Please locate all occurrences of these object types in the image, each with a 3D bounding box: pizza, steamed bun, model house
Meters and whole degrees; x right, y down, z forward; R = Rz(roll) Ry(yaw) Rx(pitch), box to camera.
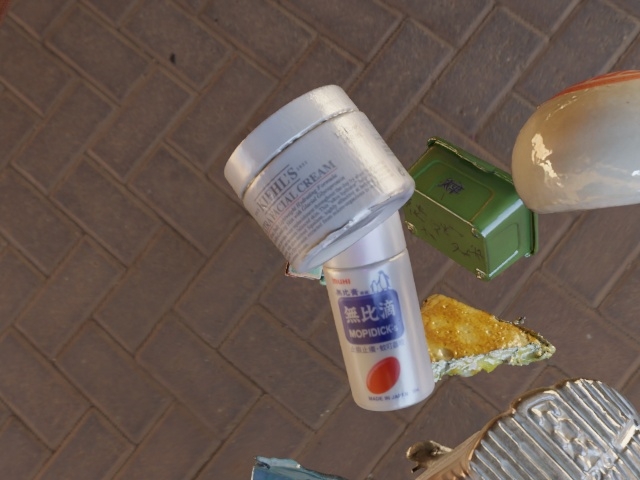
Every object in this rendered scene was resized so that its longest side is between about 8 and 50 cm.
[{"bbox_3d":[0.320,0.217,1.406,0.287,0.280,0.075,9,120,17],"label":"pizza"},{"bbox_3d":[0.396,-0.134,0.932,0.283,0.283,0.177,-8,90,9],"label":"steamed bun"},{"bbox_3d":[-0.053,0.664,1.581,0.215,0.237,0.303,4,73,27],"label":"model house"}]

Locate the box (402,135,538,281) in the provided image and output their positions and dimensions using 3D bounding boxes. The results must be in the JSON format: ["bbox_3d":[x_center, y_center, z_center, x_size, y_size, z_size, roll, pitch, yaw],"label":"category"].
[{"bbox_3d":[0.339,-0.068,1.662,0.177,0.253,0.328,-40,49,-13],"label":"box"}]

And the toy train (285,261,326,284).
[{"bbox_3d":[0.000,0.000,1.422,0.118,0.074,0.176,12,86,-12],"label":"toy train"}]

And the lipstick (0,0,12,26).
[{"bbox_3d":[-0.218,-0.034,0.338,0.057,0.057,0.357,34,104,15],"label":"lipstick"}]

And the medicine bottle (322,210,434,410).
[{"bbox_3d":[0.076,0.071,1.037,0.130,0.130,0.341,-11,101,8],"label":"medicine bottle"}]

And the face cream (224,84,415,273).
[{"bbox_3d":[0.001,-0.067,0.816,0.177,0.177,0.153,-37,81,1],"label":"face cream"}]

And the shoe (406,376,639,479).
[{"bbox_3d":[0.193,0.282,0.780,0.351,0.198,0.172,-29,80,-11],"label":"shoe"}]
